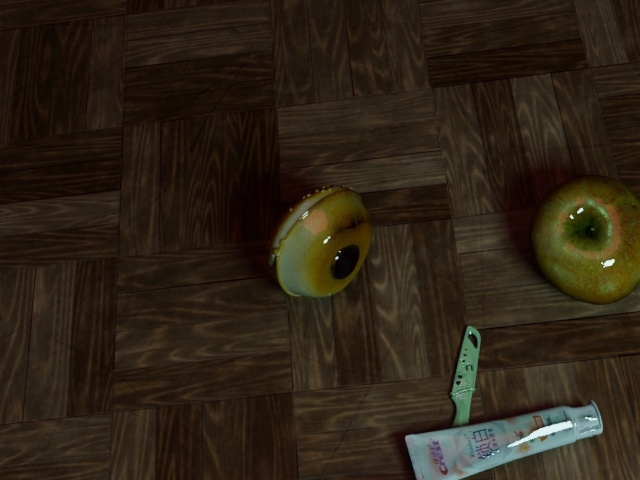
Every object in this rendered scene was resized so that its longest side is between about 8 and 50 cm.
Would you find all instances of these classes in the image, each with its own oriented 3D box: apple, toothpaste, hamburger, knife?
[{"bbox_3d":[0.493,-0.001,1.971,0.237,0.207,0.237,-6,71,19],"label":"apple"},{"bbox_3d":[0.310,0.336,1.840,0.323,0.066,0.100,-14,68,-3],"label":"toothpaste"},{"bbox_3d":[-0.002,0.000,2.001,0.147,0.237,0.237,34,68,28],"label":"hamburger"},{"bbox_3d":[0.247,0.279,1.915,0.043,0.020,0.293,7,58,14],"label":"knife"}]
